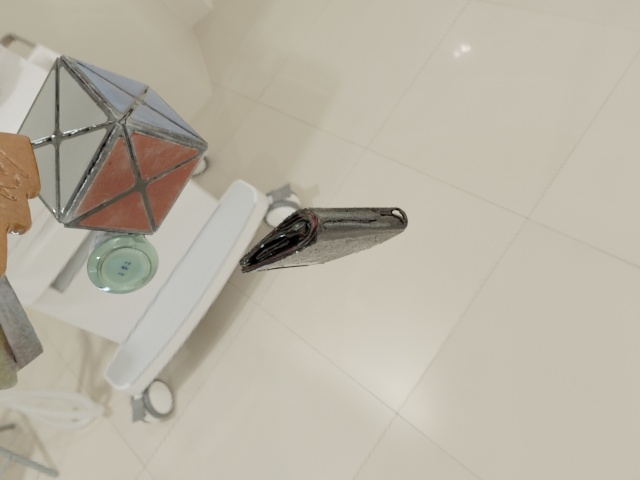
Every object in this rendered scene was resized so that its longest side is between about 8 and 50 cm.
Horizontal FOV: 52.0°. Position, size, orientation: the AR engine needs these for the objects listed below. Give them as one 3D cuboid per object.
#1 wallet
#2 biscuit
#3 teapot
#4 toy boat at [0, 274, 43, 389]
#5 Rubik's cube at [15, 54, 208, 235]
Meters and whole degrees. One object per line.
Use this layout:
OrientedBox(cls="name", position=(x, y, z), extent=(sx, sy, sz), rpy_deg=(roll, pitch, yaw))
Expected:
OrientedBox(cls="wallet", position=(0.000, 0.000, 1.222), extent=(0.262, 0.221, 0.071), rpy_deg=(-31, 72, 47))
OrientedBox(cls="biscuit", position=(-0.543, -0.082, 0.986), extent=(0.043, 0.284, 0.306), rpy_deg=(-53, 7, 44))
OrientedBox(cls="teapot", position=(-0.461, 0.025, 1.516), extent=(0.232, 0.159, 0.159), rpy_deg=(-55, 47, 16))
OrientedBox(cls="toy boat", position=(-0.757, 0.215, 1.433), extent=(0.293, 0.276, 0.111), rpy_deg=(-43, 31, -21))
OrientedBox(cls="Rubik's cube", position=(-0.433, -0.183, 1.341), extent=(0.260, 0.259, 0.255), rpy_deg=(46, 107, 28))
